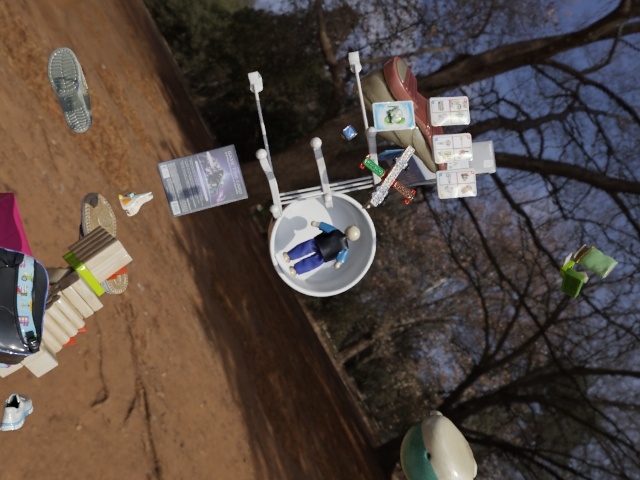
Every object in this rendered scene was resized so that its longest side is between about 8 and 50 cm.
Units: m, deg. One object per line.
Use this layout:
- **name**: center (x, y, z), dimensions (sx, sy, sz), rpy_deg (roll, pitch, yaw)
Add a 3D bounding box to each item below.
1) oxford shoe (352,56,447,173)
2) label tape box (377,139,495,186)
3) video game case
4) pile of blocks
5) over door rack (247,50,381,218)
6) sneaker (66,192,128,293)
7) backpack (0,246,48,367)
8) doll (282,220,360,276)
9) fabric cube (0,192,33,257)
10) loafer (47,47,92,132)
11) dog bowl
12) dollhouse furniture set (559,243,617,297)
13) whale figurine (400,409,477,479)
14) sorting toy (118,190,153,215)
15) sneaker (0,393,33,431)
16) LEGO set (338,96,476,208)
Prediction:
- **oxford shoe**: center (0.200, -0.276, 1.341), dimensions (0.348, 0.130, 0.123), rpy_deg (49, 37, -38)
- **label tape box**: center (0.338, -0.233, 1.782), dimensions (0.240, 0.334, 0.105), rpy_deg (-177, -100, -81)
- **video game case**: center (-0.414, -0.211, 1.998), dimensions (0.026, 0.274, 0.196), rpy_deg (-152, -133, -81)
- **pile of blocks**: center (-0.518, 0.132, 1.152), dimensions (0.149, 0.362, 0.112), rpy_deg (4, -45, 30)
- **over door rack**: center (-0.013, -0.225, 1.150), dimensions (0.108, 0.240, 0.324), rpy_deg (64, 16, -80)
- **sneaker**: center (-0.635, 0.014, 1.559), dimensions (0.099, 0.153, 0.282), rpy_deg (-26, 109, -57)
- **backpack**: center (-0.529, 0.103, 0.913), dimensions (0.158, 0.117, 0.173), rpy_deg (19, 55, -38)
- **doll**: center (0.005, 0.013, 1.347), dimensions (0.046, 0.189, 0.129), rpy_deg (33, 33, -80)
- **fabric cube**: center (-1.150, 0.008, 1.845), dimensions (0.258, 0.254, 0.259), rpy_deg (-83, 169, -65)
- **loafer**: center (-0.742, -0.443, 1.688), dimensions (0.087, 0.094, 0.251), rpy_deg (-156, -124, -78)
- **dog bowl**: center (0.000, 0.000, 1.423), dimensions (0.264, 0.265, 0.104), rpy_deg (64, -3, -15)
- **dollhouse furniture set**: center (0.552, 0.049, 1.173), dimensions (0.076, 0.152, 0.058), rpy_deg (35, -32, 34)
- **whale figurine**: center (0.278, 0.509, 1.317), dimensions (0.272, 0.141, 0.216), rpy_deg (34, 32, -56)
- **sorting toy**: center (-0.443, -0.098, 1.371), dimensions (0.044, 0.075, 0.083), rpy_deg (66, -14, 3)
- **sneaker**: center (-0.897, 0.485, 1.677), dimensions (0.191, 0.071, 0.082), rpy_deg (-156, -112, -70)
- **LEGO set**: center (0.153, -0.156, 1.013), dimensions (0.060, 0.244, 0.182), rpy_deg (-176, -101, -74)
